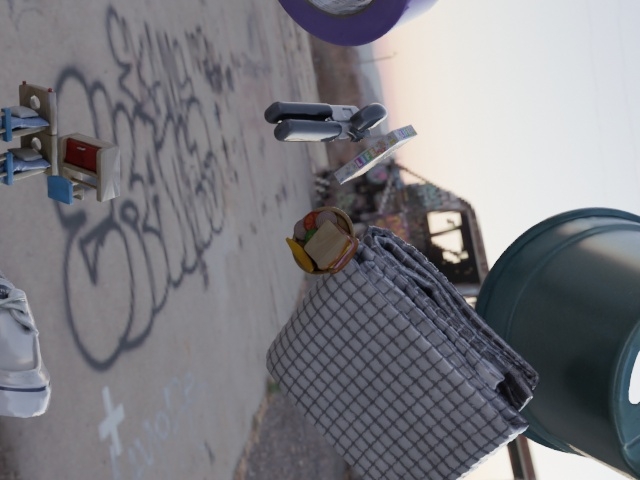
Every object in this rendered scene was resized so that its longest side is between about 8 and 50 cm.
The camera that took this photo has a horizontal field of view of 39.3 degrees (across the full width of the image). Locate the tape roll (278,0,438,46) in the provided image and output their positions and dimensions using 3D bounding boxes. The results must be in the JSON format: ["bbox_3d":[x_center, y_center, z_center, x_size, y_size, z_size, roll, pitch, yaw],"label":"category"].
[{"bbox_3d":[0.034,-0.292,0.876,0.080,0.189,0.189,-36,125,-39],"label":"tape roll"}]

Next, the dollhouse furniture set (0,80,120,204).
[{"bbox_3d":[-0.384,-0.128,1.214,0.129,0.184,0.128,-30,132,-53],"label":"dollhouse furniture set"}]

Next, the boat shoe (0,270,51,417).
[{"bbox_3d":[-0.314,0.079,0.852,0.267,0.096,0.088,32,-72,57],"label":"boat shoe"}]

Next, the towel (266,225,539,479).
[{"bbox_3d":[0.095,0.154,1.069,0.284,0.235,0.121,44,37,11],"label":"towel"}]

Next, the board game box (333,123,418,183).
[{"bbox_3d":[0.109,-0.171,1.765,0.026,0.154,0.103,57,29,3],"label":"board game box"}]

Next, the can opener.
[{"bbox_3d":[0.020,-0.230,1.640,0.283,0.095,0.076,-9,67,-54],"label":"can opener"}]

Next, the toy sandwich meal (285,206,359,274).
[{"bbox_3d":[0.000,0.000,0.960,0.029,0.086,0.085,30,45,-57],"label":"toy sandwich meal"}]

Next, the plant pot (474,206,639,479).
[{"bbox_3d":[0.391,0.140,1.058,0.334,0.341,0.341,-143,-138,-81],"label":"plant pot"}]
